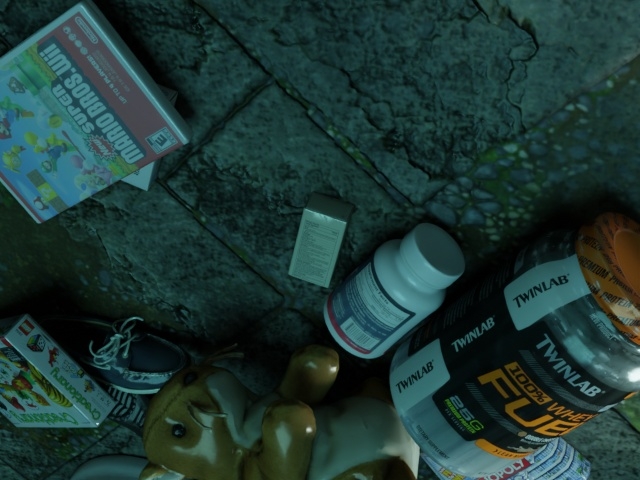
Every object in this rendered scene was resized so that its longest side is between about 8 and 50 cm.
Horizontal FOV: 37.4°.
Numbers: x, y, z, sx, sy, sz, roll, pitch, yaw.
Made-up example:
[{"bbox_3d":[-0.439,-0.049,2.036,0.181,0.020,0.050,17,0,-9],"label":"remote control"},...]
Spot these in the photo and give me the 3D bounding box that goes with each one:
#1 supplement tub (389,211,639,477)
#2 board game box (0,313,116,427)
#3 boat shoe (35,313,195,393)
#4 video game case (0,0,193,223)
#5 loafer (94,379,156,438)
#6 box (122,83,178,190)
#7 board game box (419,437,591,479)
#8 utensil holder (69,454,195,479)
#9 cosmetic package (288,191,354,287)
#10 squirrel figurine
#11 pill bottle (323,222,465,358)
[{"bbox_3d":[0.258,0.126,1.125,0.207,0.207,0.338,37,128,-11],"label":"supplement tub"},{"bbox_3d":[-0.462,0.208,1.462,0.305,0.053,0.193,-14,122,50],"label":"board game box"},{"bbox_3d":[-0.311,0.159,1.415,0.254,0.095,0.079,12,140,21],"label":"boat shoe"},{"bbox_3d":[-0.323,-0.151,1.180,0.285,0.025,0.204,-23,115,31],"label":"video game case"},{"bbox_3d":[-0.281,0.254,1.482,0.220,0.078,0.080,40,104,8],"label":"loafer"},{"bbox_3d":[-0.285,-0.160,1.202,0.186,0.038,0.145,23,130,0],"label":"box"},{"bbox_3d":[0.251,0.324,1.369,0.194,0.060,0.194,39,128,-13],"label":"board game box"},{"bbox_3d":[-0.352,0.609,1.572,0.327,0.385,0.328,9,127,12],"label":"utensil holder"},{"bbox_3d":[0.000,0.000,1.223,0.060,0.041,0.115,20,129,4],"label":"cosmetic package"},{"bbox_3d":[-0.059,0.319,1.315,0.370,0.281,0.397,7,136,2],"label":"squirrel figurine"},{"bbox_3d":[0.095,0.061,1.194,0.108,0.108,0.180,37,128,-10],"label":"pill bottle"}]
